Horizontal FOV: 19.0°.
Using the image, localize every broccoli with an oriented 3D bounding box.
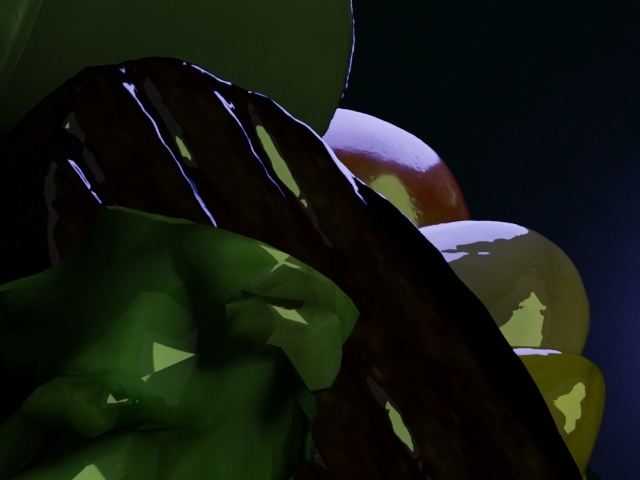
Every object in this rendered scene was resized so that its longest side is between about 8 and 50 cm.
[{"bbox_3d":[-0.080,0.116,0.457,0.270,0.270,0.270,26,-15,8],"label":"broccoli"}]

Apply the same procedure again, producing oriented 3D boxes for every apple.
[{"bbox_3d":[0.000,0.000,1.555,0.242,0.242,0.241,46,10,2],"label":"apple"}]

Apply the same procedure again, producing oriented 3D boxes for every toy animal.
[{"bbox_3d":[0.059,0.152,1.257,0.345,0.277,0.247,-87,162,-65],"label":"toy animal"}]

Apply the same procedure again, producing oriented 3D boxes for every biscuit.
[{"bbox_3d":[-0.002,0.103,0.844,0.407,0.091,0.407,43,24,-24],"label":"biscuit"}]

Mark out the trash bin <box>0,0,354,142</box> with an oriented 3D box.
[{"bbox_3d":[-0.177,-0.137,1.001,0.280,0.280,0.432,49,16,20],"label":"trash bin"}]
